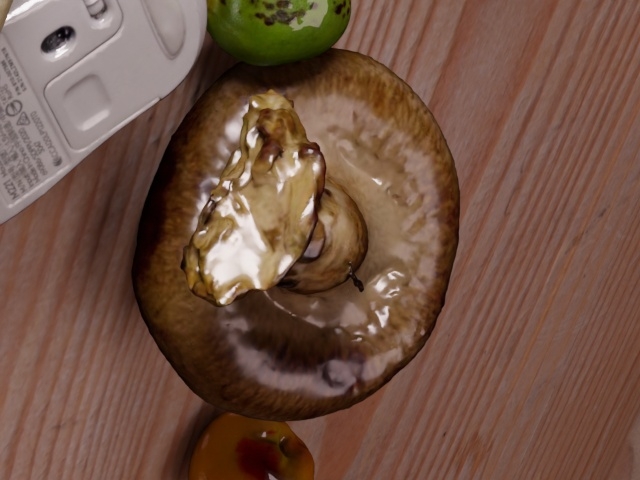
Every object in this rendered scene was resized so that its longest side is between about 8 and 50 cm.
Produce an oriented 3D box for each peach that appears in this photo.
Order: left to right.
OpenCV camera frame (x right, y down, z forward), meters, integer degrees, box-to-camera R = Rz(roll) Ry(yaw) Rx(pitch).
[{"bbox_3d":[-0.081,0.256,1.763,0.138,0.138,0.138,-42,150,-31],"label":"peach"}]

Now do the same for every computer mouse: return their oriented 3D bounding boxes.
[{"bbox_3d":[-0.219,-0.129,1.115,0.297,0.121,0.184,-39,144,-10],"label":"computer mouse"}]

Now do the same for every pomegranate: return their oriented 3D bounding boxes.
[{"bbox_3d":[-0.041,-0.217,1.314,0.169,0.122,0.143,0,81,-48],"label":"pomegranate"}]

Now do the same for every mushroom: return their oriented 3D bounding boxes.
[{"bbox_3d":[0.002,-0.018,1.409,0.334,0.356,0.331,25,64,-26],"label":"mushroom"}]

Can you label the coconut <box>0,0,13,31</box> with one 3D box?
[{"bbox_3d":[-0.248,-0.191,0.947,0.161,0.161,0.162,-8,120,-58],"label":"coconut"}]
